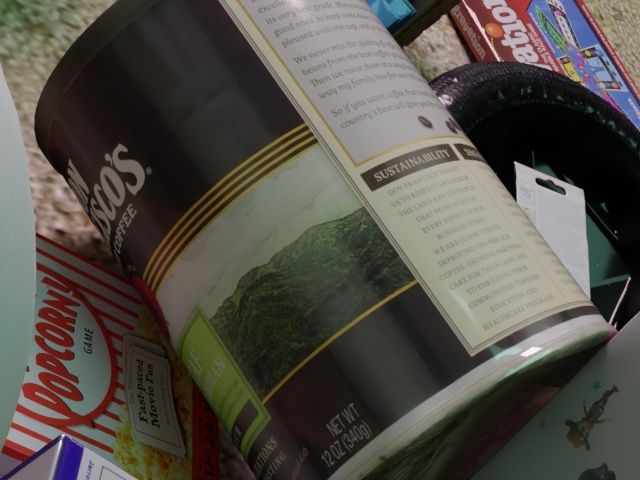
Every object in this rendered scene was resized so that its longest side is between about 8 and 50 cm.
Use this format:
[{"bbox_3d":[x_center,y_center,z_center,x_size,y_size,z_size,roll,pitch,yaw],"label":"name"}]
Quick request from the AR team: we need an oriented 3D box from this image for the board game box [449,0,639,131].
[{"bbox_3d":[0.228,-0.153,1.451,0.145,0.027,0.281,-12,63,-30],"label":"board game box"}]

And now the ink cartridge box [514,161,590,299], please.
[{"bbox_3d":[0.138,0.013,0.967,0.063,0.029,0.115,20,57,-29],"label":"ink cartridge box"}]

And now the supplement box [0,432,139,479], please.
[{"bbox_3d":[-0.075,0.207,0.716,0.220,0.111,0.114,36,37,-25],"label":"supplement box"}]

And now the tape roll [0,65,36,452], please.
[{"bbox_3d":[-0.235,0.001,0.548,0.100,0.286,0.286,-10,68,-55],"label":"tape roll"}]

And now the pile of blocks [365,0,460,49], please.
[{"bbox_3d":[0.011,-0.190,1.164,0.112,0.149,0.362,51,32,1],"label":"pile of blocks"}]

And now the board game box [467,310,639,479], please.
[{"bbox_3d":[0.180,0.152,0.851,0.224,0.303,0.097,8,40,-48],"label":"board game box"}]

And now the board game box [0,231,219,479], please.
[{"bbox_3d":[-0.141,0.074,0.817,0.193,0.045,0.147,30,38,-33],"label":"board game box"}]

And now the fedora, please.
[{"bbox_3d":[0.123,0.041,1.064,0.334,0.152,0.334,17,59,-31],"label":"fedora"}]

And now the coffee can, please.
[{"bbox_3d":[0.000,0.000,0.830,0.201,0.201,0.275,-8,58,-54],"label":"coffee can"}]
